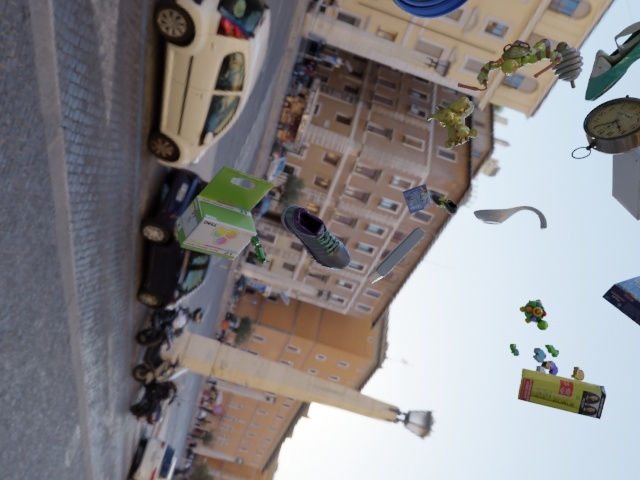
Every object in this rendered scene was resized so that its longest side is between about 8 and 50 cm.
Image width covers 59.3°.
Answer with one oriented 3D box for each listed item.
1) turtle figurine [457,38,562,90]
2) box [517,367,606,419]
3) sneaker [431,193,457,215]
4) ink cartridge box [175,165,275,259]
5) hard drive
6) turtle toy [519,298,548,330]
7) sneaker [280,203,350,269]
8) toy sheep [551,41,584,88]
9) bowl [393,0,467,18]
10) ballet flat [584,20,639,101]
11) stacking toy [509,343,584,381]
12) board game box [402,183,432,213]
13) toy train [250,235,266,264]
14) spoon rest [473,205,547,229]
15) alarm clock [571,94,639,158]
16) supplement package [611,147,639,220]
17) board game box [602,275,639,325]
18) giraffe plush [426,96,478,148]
[{"bbox_3d":[0.506,-0.475,1.474,0.269,0.087,0.217,-7,-156,40],"label":"turtle figurine"},{"bbox_3d":[0.712,0.452,1.668,0.058,0.232,0.087,-36,134,-65],"label":"box"},{"bbox_3d":[0.342,-0.104,1.533,0.031,0.083,0.035,-45,162,-26],"label":"sneaker"},{"bbox_3d":[-0.262,-0.073,1.593,0.255,0.189,0.097,-43,-131,30],"label":"ink cartridge box"},{"bbox_3d":[0.292,0.065,2.231,0.233,0.047,0.353,-45,175,-6],"label":"hard drive"},{"bbox_3d":[0.858,0.296,2.229,0.066,0.095,0.130,108,-42,-84],"label":"turtle toy"},{"bbox_3d":[0.000,0.000,1.372,0.083,0.224,0.098,-55,-158,-13],"label":"sneaker"},{"bbox_3d":[0.682,-0.483,1.546,0.091,0.091,0.132,-151,-143,-85],"label":"toy sheep"},{"bbox_3d":[0.346,-0.867,1.660,0.077,0.391,0.391,61,-40,44],"label":"bowl"},{"bbox_3d":[0.707,-0.440,1.326,0.247,0.087,0.083,-46,-163,40],"label":"ballet flat"},{"bbox_3d":[0.789,0.421,1.965,0.167,0.221,0.052,-16,-143,54],"label":"stacking toy"},{"bbox_3d":[0.367,-0.157,2.125,0.020,0.090,0.090,-84,152,-69],"label":"board game box"},{"bbox_3d":[-0.168,0.025,1.534,0.024,0.017,0.083,-31,-101,45],"label":"toy train"},{"bbox_3d":[0.730,-0.099,2.168,0.137,0.276,0.084,71,27,-83],"label":"spoon rest"},{"bbox_3d":[0.611,-0.227,1.181,0.192,0.064,0.129,-34,-143,0],"label":"alarm clock"},{"bbox_3d":[1.206,-0.247,2.097,0.204,0.145,0.262,-95,169,-57],"label":"supplement package"},{"bbox_3d":[0.967,0.183,1.684,0.194,0.194,0.060,-23,148,-48],"label":"board game box"},{"bbox_3d":[0.561,-0.471,2.308,0.181,0.210,0.170,-34,-106,42],"label":"giraffe plush"}]
